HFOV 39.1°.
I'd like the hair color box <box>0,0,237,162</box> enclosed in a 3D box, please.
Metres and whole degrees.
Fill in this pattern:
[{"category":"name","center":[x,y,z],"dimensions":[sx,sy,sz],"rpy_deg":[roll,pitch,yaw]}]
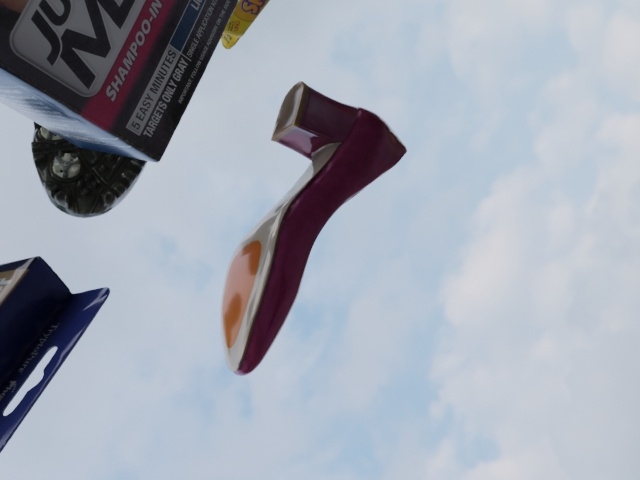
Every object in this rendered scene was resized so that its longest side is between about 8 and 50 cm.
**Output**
[{"category":"hair color box","center":[-0.206,-0.197,0.502],"dimensions":[0.347,0.105,0.173],"rpy_deg":[32,-102,-45]}]

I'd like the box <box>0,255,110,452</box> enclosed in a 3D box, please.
[{"category":"box","center":[-0.230,0.074,0.501],"dimensions":[0.036,0.225,0.136],"rpy_deg":[58,-141,-30]}]

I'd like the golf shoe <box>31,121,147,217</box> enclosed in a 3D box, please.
[{"category":"golf shoe","center":[-0.208,-0.094,0.848],"dimensions":[0.105,0.272,0.120],"rpy_deg":[2,-51,-12]}]

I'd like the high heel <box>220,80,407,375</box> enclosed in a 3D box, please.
[{"category":"high heel","center":[0.000,0.000,0.705],"dimensions":[0.117,0.082,0.244],"rpy_deg":[25,-119,-25]}]

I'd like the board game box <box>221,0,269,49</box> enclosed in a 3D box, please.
[{"category":"board game box","center":[-0.037,-0.287,0.746],"dimensions":[0.039,0.259,0.124],"rpy_deg":[2,-123,-38]}]
